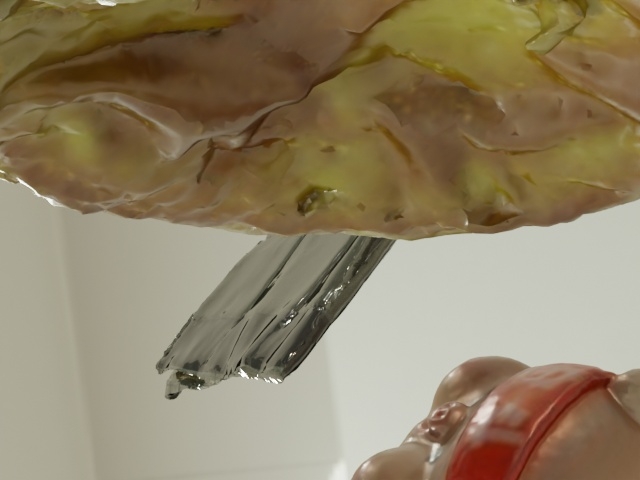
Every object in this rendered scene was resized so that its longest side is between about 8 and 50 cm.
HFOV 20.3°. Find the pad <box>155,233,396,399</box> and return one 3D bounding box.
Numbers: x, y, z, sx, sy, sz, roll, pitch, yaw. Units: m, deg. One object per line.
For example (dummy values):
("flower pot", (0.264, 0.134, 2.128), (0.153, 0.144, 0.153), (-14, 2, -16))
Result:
("pad", (-0.001, 0.000, 0.812), (0.022, 0.233, 0.174), (40, -104, -9))

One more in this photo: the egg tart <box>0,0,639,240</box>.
("egg tart", (0.007, -0.068, 0.406), (0.241, 0.241, 0.106), (33, -128, -58))

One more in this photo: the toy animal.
("toy animal", (0.095, 0.151, 0.906), (0.171, 0.171, 0.197), (-66, -5, -49))
